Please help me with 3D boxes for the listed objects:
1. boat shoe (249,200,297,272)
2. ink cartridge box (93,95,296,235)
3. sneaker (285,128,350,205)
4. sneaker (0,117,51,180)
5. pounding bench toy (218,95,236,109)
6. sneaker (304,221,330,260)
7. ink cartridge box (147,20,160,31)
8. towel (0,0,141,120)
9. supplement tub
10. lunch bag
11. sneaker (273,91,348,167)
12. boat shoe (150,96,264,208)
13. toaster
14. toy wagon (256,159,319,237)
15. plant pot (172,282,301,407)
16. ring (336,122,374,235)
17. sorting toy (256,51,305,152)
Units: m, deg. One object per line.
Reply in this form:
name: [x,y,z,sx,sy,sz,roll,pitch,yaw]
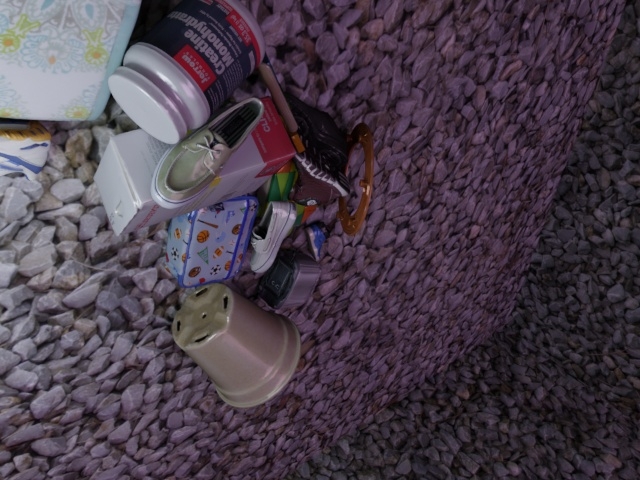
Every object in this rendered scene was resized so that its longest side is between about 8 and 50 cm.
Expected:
boat shoe: [-0.161,-0.010,1.688,0.088,0.096,0.267,10,134,-30]
ink cartridge box: [-0.295,-0.169,1.335,0.385,0.160,0.279,-24,179,-31]
sneaker: [-0.056,-0.178,1.622,0.162,0.106,0.281,-32,129,26]
sneaker: [-0.673,-0.164,1.105,0.296,0.112,0.131,-2,128,-41]
pounding bench toy: [-0.236,-0.315,1.304,0.065,0.083,0.052,-40,144,-12]
sneaker: [0.000,0.000,1.980,0.085,0.058,0.152,-27,132,-15]
ink cartridge box: [-0.275,-0.422,1.309,0.140,0.082,0.190,-40,141,-12]
towel: [-0.515,-0.356,1.025,0.321,0.090,0.374,-4,149,-38]
supplement tub: [-0.255,-0.341,1.130,0.272,0.191,0.191,-53,146,-21]
lunch bag: [-0.296,-0.021,1.617,0.243,0.115,0.303,-8,128,-44]
sneaker: [-0.026,-0.325,1.639,0.109,0.130,0.286,-19,136,34]
boat shoe: [-0.225,-0.189,1.162,0.109,0.094,0.302,41,62,-12]
toaster: [-0.096,0.123,1.936,0.146,0.129,0.227,6,115,-52]
toy wagon: [-0.094,-0.127,1.763,0.267,0.068,0.344,-11,129,-39]
plant pot: [-0.277,0.298,1.782,0.334,0.334,0.305,-45,132,-6]
ring: [0.093,-0.182,1.724,0.032,0.336,0.336,5,123,-13]
sorting toy: [-0.108,-0.367,1.402,0.041,0.229,0.307,-27,142,1]
